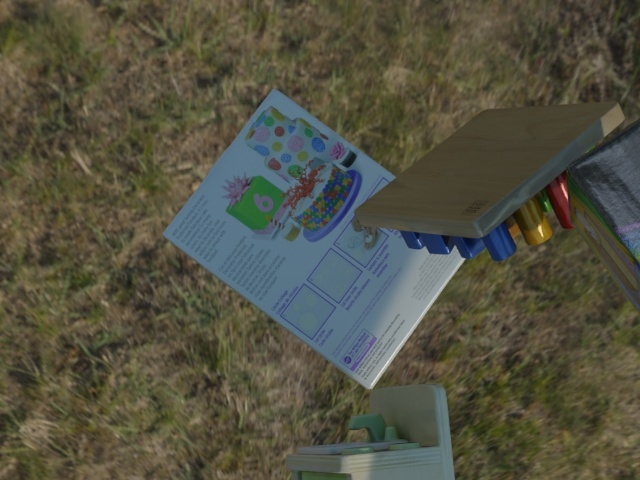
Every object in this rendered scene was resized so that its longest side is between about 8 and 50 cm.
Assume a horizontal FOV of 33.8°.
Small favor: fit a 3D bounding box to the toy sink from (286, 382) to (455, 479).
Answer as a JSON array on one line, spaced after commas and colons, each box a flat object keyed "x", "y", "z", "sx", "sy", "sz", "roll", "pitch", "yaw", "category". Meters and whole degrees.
[{"x": 0.051, "y": 0.274, "z": 1.119, "sx": 0.131, "sy": 0.152, "sz": 0.234, "roll": 0, "pitch": 81, "yaw": -26, "category": "toy sink"}]

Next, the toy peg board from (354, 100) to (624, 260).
[{"x": 0.141, "y": -0.032, "z": 0.828, "sx": 0.160, "sy": 0.161, "sz": 0.079, "roll": -38, "pitch": 111, "yaw": -22, "category": "toy peg board"}]

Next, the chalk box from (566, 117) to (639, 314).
[{"x": 0.254, "y": 0.021, "z": 0.597, "sx": 0.132, "sy": 0.132, "sz": 0.213, "roll": -34, "pitch": 73, "yaw": 6, "category": "chalk box"}]

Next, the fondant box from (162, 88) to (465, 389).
[{"x": 0.000, "y": 0.000, "z": 1.365, "sx": 0.330, "sy": 0.096, "sz": 0.238, "roll": 37, "pitch": 85, "yaw": 3, "category": "fondant box"}]
